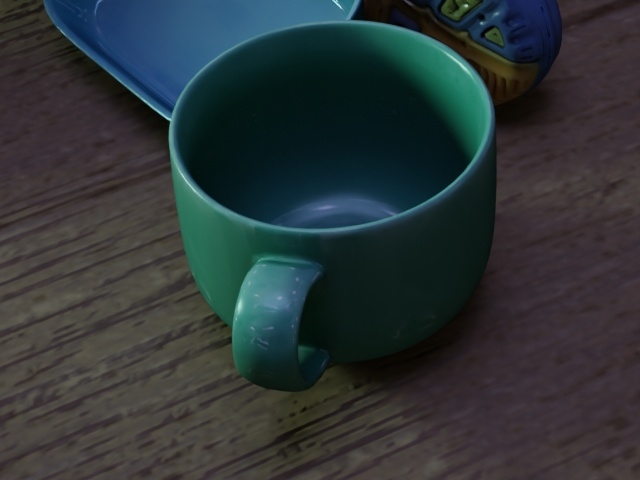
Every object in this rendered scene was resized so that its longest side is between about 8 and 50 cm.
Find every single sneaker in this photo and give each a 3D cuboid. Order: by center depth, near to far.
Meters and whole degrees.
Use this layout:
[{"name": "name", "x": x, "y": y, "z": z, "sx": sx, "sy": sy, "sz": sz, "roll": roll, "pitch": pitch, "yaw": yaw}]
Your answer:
[{"name": "sneaker", "x": 0.035, "y": -0.186, "z": 0.889, "sx": 0.131, "sy": 0.112, "sz": 0.296, "roll": -22, "pitch": 56, "yaw": -34}]

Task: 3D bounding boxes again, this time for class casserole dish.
[{"name": "casserole dish", "x": -0.054, "y": -0.111, "z": 0.856, "sx": 0.114, "sy": 0.037, "sz": 0.188, "roll": -47, "pitch": 54, "yaw": -6}]

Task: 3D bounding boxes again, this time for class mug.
[{"name": "mug", "x": -0.003, "y": -0.006, "z": 0.721, "sx": 0.158, "sy": 0.097, "sz": 0.129, "roll": -34, "pitch": 52, "yaw": -27}]
